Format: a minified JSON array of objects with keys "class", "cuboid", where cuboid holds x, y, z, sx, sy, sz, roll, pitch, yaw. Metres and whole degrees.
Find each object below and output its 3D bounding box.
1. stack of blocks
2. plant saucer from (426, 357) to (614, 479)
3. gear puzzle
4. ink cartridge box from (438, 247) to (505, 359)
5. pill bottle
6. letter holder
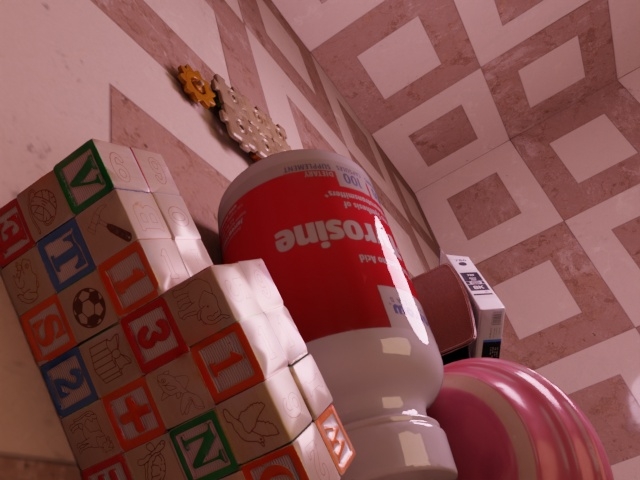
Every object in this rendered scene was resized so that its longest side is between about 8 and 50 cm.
[{"class":"stack of blocks","cuboid":[-0.121,0.075,0.415,0.297,0.171,0.087,63,17,9]},{"class":"plant saucer","cuboid":[0.150,0.284,0.604,0.084,0.332,0.332,35,27,-29]},{"class":"gear puzzle","cuboid":[-0.157,-0.220,1.029,0.339,0.044,0.175,30,36,-55]},{"class":"ink cartridge box","cuboid":[0.364,0.154,1.321,0.333,0.065,0.165,-100,-174,-65]},{"class":"pill bottle","cuboid":[0.008,0.100,0.644,0.229,0.229,0.408,41,25,-48]},{"class":"letter holder","cuboid":[0.277,0.218,1.257,0.152,0.214,0.302,53,18,-24]}]
